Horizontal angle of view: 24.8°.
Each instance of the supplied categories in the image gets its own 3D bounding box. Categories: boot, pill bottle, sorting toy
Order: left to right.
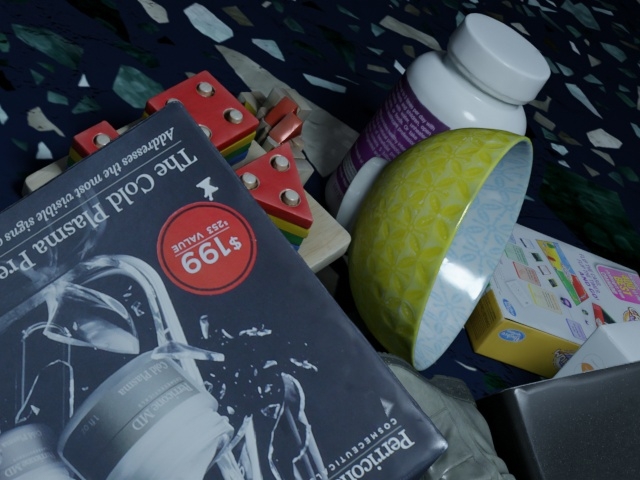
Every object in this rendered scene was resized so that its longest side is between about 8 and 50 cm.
[{"bbox_3d":[-0.129,-0.045,1.523,0.255,0.089,0.257,45,51,16],"label":"sorting toy"},{"bbox_3d":[0.092,0.186,1.238,0.247,0.083,0.161,14,35,-47],"label":"boot"},{"bbox_3d":[0.148,-0.126,1.803,0.169,0.301,0.169,26,30,-17],"label":"pill bottle"}]

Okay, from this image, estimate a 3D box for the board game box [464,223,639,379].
[{"bbox_3d":[0.316,0.090,1.906,0.317,0.064,0.242,21,32,-25],"label":"board game box"}]

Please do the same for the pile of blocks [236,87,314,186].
[{"bbox_3d":[-0.078,-0.105,1.732,0.149,0.112,0.362,23,31,-21],"label":"pile of blocks"}]

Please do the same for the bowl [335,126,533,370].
[{"bbox_3d":[0.109,-0.014,1.652,0.156,0.289,0.289,26,26,18],"label":"bowl"}]

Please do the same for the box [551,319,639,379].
[{"bbox_3d":[0.331,0.196,1.656,0.091,0.170,0.130,-2,47,-48],"label":"box"}]

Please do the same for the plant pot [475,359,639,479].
[{"bbox_3d":[0.240,0.220,1.396,0.188,0.187,0.167,-8,77,-20],"label":"plant pot"}]

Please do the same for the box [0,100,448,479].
[{"bbox_3d":[-0.146,0.136,1.017,0.343,0.179,0.312,-35,78,-15],"label":"box"}]
